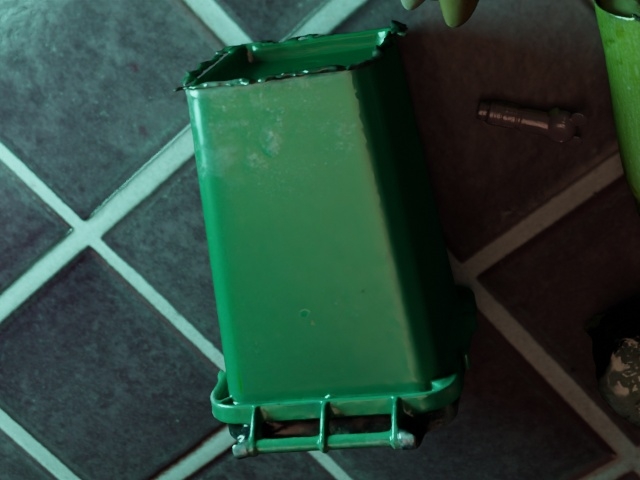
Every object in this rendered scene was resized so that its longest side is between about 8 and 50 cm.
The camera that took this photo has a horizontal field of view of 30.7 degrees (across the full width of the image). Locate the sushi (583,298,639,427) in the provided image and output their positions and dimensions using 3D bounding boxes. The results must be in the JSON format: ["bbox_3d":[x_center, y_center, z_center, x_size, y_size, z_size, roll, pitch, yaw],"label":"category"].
[{"bbox_3d":[0.390,0.104,1.206,0.147,0.115,0.212,43,119,-8],"label":"sushi"}]

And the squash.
[{"bbox_3d":[0.342,-0.105,1.102,0.137,0.137,0.287,-7,119,16],"label":"squash"}]

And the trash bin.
[{"bbox_3d":[0.000,0.000,1.146,0.259,0.295,0.381,-7,110,15],"label":"trash bin"}]

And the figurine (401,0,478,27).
[{"bbox_3d":[0.112,-0.266,0.995,0.177,0.247,0.173,-20,136,1],"label":"figurine"}]

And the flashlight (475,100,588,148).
[{"bbox_3d":[0.212,-0.123,1.172,0.110,0.031,0.052,14,144,9],"label":"flashlight"}]
